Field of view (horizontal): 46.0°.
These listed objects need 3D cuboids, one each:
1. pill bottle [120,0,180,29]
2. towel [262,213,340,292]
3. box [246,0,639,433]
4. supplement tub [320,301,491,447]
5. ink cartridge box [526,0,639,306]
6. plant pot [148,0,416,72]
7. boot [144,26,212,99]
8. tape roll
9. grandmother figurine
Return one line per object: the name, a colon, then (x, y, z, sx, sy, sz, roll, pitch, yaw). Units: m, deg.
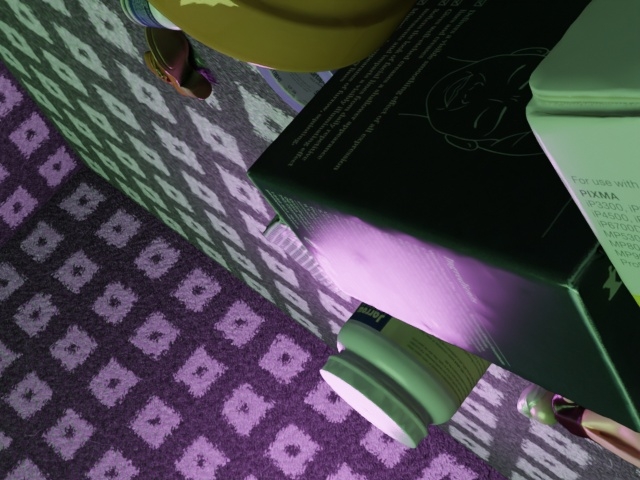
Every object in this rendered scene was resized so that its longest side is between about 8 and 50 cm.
pill bottle: (-0.243, -0.385, 1.201, 0.169, 0.094, 0.094, 23, 157, 48)
towel: (0.000, 0.000, 1.648, 0.235, 0.121, 0.283, 40, 165, -2)
box: (0.178, -0.063, 0.714, 0.395, 0.293, 0.212, 23, 157, 49)
supplement tub: (0.177, 0.157, 1.272, 0.235, 0.325, 0.235, 37, 164, 12)
ink cartridge box: (0.333, -0.031, 0.453, 0.385, 0.279, 0.160, 48, 162, -27)
plant pot: (-0.005, -0.304, 0.569, 0.291, 0.291, 0.203, 43, 148, -7)
boot: (-0.308, -0.360, 1.479, 0.152, 0.073, 0.197, 31, 160, 45)
tape roll: (-0.006, -0.248, 1.045, 0.189, 0.080, 0.189, 38, 165, 12)
grandmother figurine: (0.514, 0.344, 1.426, 0.342, 0.104, 0.208, 11, 138, 57)
